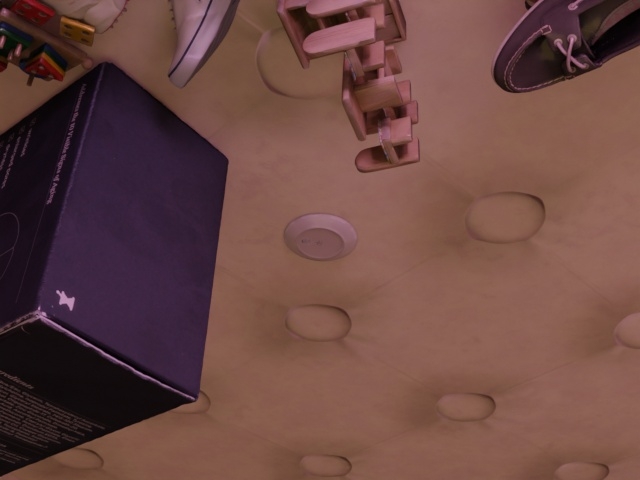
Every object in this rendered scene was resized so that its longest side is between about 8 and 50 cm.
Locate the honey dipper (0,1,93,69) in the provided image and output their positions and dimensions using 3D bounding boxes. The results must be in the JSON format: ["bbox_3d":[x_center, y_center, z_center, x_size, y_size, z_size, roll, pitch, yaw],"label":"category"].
[{"bbox_3d":[-0.413,-0.301,1.283,0.160,0.031,0.030,29,134,-30],"label":"honey dipper"}]

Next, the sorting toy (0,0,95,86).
[{"bbox_3d":[-0.426,-0.268,1.242,0.132,0.046,0.274,26,157,-36],"label":"sorting toy"}]

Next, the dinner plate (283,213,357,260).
[{"bbox_3d":[0.000,0.000,1.629,0.141,0.017,0.141,3,140,3],"label":"dinner plate"}]

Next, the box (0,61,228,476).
[{"bbox_3d":[-0.429,0.056,1.364,0.471,0.480,0.297,-26,134,31],"label":"box"}]

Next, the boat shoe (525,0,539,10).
[{"bbox_3d":[0.354,-0.312,1.194,0.152,0.056,0.049,9,135,-6],"label":"boat shoe"}]

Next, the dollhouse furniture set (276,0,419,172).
[{"bbox_3d":[0.027,-0.239,1.159,0.160,0.242,0.212,-11,138,17],"label":"dollhouse furniture set"}]

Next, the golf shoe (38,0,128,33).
[{"bbox_3d":[-0.279,-0.389,1.085,0.140,0.115,0.306,13,140,-33],"label":"golf shoe"}]

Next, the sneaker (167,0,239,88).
[{"bbox_3d":[-0.172,-0.327,1.204,0.091,0.094,0.258,34,132,-3],"label":"sneaker"}]

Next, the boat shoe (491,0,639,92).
[{"bbox_3d":[0.379,-0.293,1.116,0.335,0.095,0.112,-33,126,13],"label":"boat shoe"}]
